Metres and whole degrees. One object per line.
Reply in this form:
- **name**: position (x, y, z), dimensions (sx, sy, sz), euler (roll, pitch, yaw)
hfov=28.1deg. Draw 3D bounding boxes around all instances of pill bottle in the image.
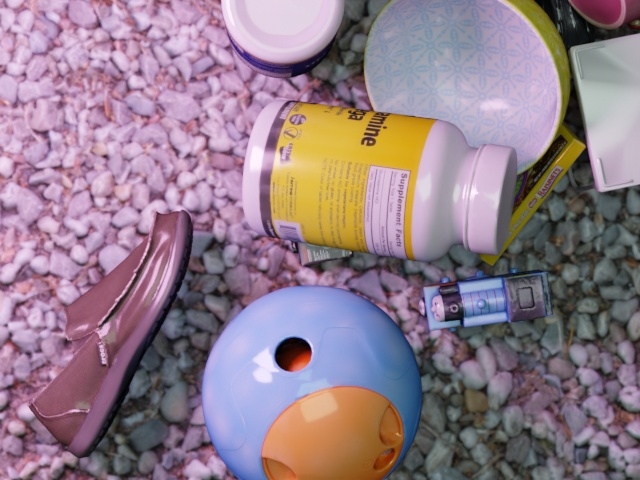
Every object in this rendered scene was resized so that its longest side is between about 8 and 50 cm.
- **pill bottle**: position (-0.050, -0.294, 1.676), dimensions (0.153, 0.264, 0.153), euler (0, 91, -2)
- **pill bottle**: position (0.081, -0.075, 1.678), dimensions (0.334, 0.188, 0.188), euler (9, 90, 15)

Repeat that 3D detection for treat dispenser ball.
- **treat dispenser ball**: position (-0.011, 0.202, 1.666), dimensions (0.288, 0.288, 0.288), euler (0, 90, -2)

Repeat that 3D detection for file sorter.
- **file sorter**: position (0.474, -0.182, 1.741), dimensions (0.277, 0.173, 0.193), euler (-11, 89, -3)

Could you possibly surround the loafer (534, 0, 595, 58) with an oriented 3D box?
- **loafer**: position (0.306, -0.354, 1.778), dimensions (0.078, 0.076, 0.223), euler (-28, 95, -24)

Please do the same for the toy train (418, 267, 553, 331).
- **toy train**: position (0.229, 0.082, 1.765), dimensions (0.184, 0.105, 0.080), euler (-7, 90, -2)

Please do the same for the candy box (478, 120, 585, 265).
- **candy box**: position (0.272, -0.072, 1.738), dimensions (0.027, 0.105, 0.206), euler (29, 109, -21)

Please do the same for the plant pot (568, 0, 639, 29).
- **plant pot**: position (0.423, -0.383, 1.711), dimensions (0.180, 0.201, 0.201), euler (-38, 91, -15)

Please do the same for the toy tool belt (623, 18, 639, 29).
- **toy tool belt**: position (0.418, -0.330, 1.800), dimensions (0.083, 0.052, 0.051), euler (11, 98, -3)

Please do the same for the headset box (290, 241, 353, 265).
- **headset box**: position (0.000, 0.000, 1.793), dimensions (0.083, 0.032, 0.062), euler (-10, 90, -4)

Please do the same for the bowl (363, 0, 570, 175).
- **bowl**: position (0.218, -0.239, 1.724), dimensions (0.289, 0.289, 0.156), euler (47, 45, -1)

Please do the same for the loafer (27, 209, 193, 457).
- **loafer**: position (-0.287, 0.112, 1.730), dimensions (0.130, 0.134, 0.366), euler (27, 89, -2)
